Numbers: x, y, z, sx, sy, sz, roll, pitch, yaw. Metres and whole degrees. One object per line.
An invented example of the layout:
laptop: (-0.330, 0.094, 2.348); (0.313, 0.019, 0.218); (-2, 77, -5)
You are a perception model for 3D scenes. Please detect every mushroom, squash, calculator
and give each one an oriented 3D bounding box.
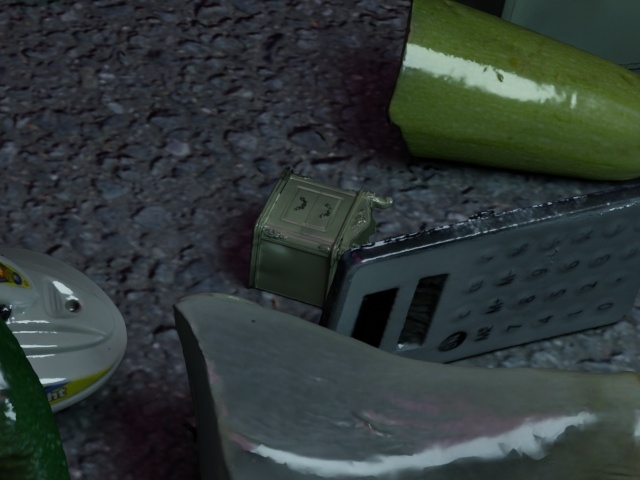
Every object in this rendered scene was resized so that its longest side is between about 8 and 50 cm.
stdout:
mushroom: (0.071, 0.117, 1.186); (0.329, 0.159, 0.122); (3, -3, -12)
squash: (0.184, -0.101, 1.493); (0.288, 0.137, 0.137); (14, 40, -11)
calculator: (0.113, 0.032, 1.275); (0.262, 0.161, 0.021); (-13, 57, -21)

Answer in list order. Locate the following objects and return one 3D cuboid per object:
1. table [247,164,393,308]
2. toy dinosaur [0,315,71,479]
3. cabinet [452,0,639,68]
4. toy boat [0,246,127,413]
table: (0.000, 0.000, 1.364); (0.083, 0.062, 0.079); (17, 42, 9)
toy dinosaur: (-0.182, 0.040, 1.107); (0.447, 0.087, 0.301); (39, 87, -2)
cabinet: (0.230, -0.241, 1.612); (0.206, 0.150, 0.145); (-4, 47, -15)
toy boat: (-0.265, 0.056, 1.207); (0.270, 0.140, 0.140); (-12, 43, -1)
